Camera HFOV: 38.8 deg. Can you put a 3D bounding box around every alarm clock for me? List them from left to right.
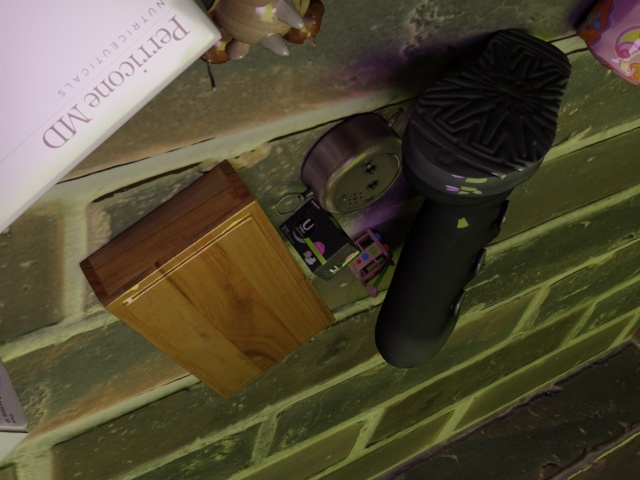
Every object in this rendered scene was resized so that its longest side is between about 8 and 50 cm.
[{"bbox_3d":[0.029,-0.080,1.123,0.192,0.064,0.129,-29,152,-9],"label":"alarm clock"}]

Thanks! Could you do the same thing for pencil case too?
[{"bbox_3d":[0.457,-0.338,1.157,0.124,0.124,0.284,4,130,-52],"label":"pencil case"}]

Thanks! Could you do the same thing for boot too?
[{"bbox_3d":[0.148,-0.004,1.157,0.367,0.146,0.445,-42,161,-47],"label":"boot"}]

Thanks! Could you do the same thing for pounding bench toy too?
[{"bbox_3d":[0.079,0.035,1.332,0.065,0.083,0.052,-37,153,1],"label":"pounding bench toy"}]

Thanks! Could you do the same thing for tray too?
[{"bbox_3d":[-0.120,0.074,1.172,0.202,0.076,0.411,-35,154,-3],"label":"tray"}]

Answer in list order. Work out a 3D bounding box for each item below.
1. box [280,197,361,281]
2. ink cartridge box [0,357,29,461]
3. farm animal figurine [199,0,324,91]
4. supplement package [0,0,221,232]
[{"bbox_3d":[0.000,0.000,1.184,0.062,0.083,0.052,-42,153,8],"label":"box"},{"bbox_3d":[-0.414,0.196,0.923,0.212,0.154,0.093,-43,151,13],"label":"ink cartridge box"},{"bbox_3d":[-0.084,-0.219,0.645,0.326,0.172,0.330,-22,149,-27],"label":"farm animal figurine"},{"bbox_3d":[-0.214,-0.168,0.430,0.177,0.175,0.293,-40,120,6],"label":"supplement package"}]
